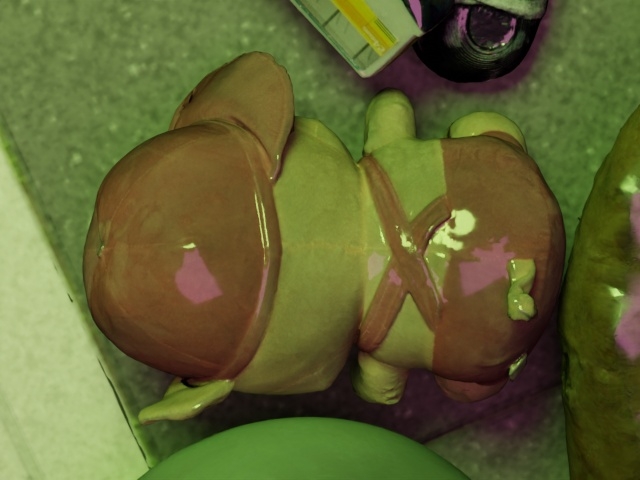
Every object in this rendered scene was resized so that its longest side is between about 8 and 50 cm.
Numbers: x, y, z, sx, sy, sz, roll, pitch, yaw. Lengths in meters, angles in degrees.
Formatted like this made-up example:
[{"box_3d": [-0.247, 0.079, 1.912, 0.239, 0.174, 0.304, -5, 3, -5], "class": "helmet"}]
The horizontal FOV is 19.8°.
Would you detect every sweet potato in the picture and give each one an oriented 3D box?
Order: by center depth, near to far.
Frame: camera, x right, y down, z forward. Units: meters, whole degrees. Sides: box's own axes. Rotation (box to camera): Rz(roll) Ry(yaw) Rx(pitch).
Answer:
[{"box_3d": [0.198, 0.098, 1.018, 0.130, 0.130, 0.423, -13, 112, -3], "class": "sweet potato"}]

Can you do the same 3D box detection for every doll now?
[{"box_3d": [-0.001, 0.002, 0.989, 0.256, 0.152, 0.196, 2, 56, -15], "class": "doll"}]

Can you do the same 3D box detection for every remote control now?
[{"box_3d": [0.101, -0.216, 1.000, 0.090, 0.066, 0.266, 8, 99, -2], "class": "remote control"}]

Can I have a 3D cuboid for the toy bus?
[{"box_3d": [-0.005, -0.169, 0.985, 0.172, 0.057, 0.072, 46, 124, 0], "class": "toy bus"}]

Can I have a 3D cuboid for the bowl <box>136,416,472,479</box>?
[{"box_3d": [-0.017, 0.199, 1.006, 0.289, 0.146, 0.289, -6, 125, -8], "class": "bowl"}]
